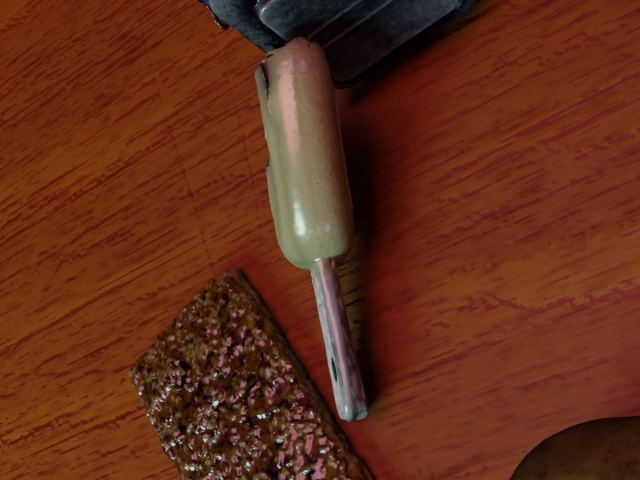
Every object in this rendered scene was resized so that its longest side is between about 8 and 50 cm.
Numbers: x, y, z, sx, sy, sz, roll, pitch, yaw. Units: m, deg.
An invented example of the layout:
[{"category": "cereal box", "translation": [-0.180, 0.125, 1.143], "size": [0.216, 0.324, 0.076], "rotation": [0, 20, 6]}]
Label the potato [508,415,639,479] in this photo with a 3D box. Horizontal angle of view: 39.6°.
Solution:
[{"category": "potato", "translation": [0.186, 0.156, 0.384], "size": [0.251, 0.113, 0.149], "rotation": [11, 48, 46]}]

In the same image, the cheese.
[{"category": "cheese", "translation": [-0.001, 0.000, 0.579], "size": [0.050, 0.127, 0.235], "rotation": [-11, 79, -9]}]

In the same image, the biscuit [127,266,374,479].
[{"category": "biscuit", "translation": [-0.053, 0.136, 0.618], "size": [0.131, 0.025, 0.231], "rotation": [-46, 57, 15]}]

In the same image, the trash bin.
[{"category": "trash bin", "translation": [-0.010, -0.243, 0.603], "size": [0.163, 0.184, 0.234], "rotation": [-30, 57, 23]}]
